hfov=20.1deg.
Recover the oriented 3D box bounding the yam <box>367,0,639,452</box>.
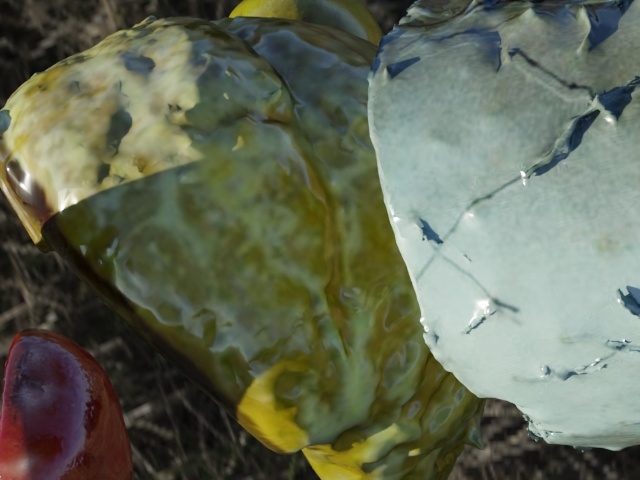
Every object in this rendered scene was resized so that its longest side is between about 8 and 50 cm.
[{"bbox_3d":[0.225,-0.038,0.737,0.348,0.241,0.241,-9,59,26],"label":"yam"}]

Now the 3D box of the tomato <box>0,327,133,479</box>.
[{"bbox_3d":[-0.192,0.164,1.425,0.082,0.174,0.166,-7,48,9],"label":"tomato"}]

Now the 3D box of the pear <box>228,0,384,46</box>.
[{"bbox_3d":[-0.021,-0.190,1.960,0.200,0.200,0.200,-3,61,5],"label":"pear"}]

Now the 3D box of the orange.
[{"bbox_3d":[0.000,0.000,1.020,0.210,0.369,0.271,-33,56,9],"label":"orange"}]
